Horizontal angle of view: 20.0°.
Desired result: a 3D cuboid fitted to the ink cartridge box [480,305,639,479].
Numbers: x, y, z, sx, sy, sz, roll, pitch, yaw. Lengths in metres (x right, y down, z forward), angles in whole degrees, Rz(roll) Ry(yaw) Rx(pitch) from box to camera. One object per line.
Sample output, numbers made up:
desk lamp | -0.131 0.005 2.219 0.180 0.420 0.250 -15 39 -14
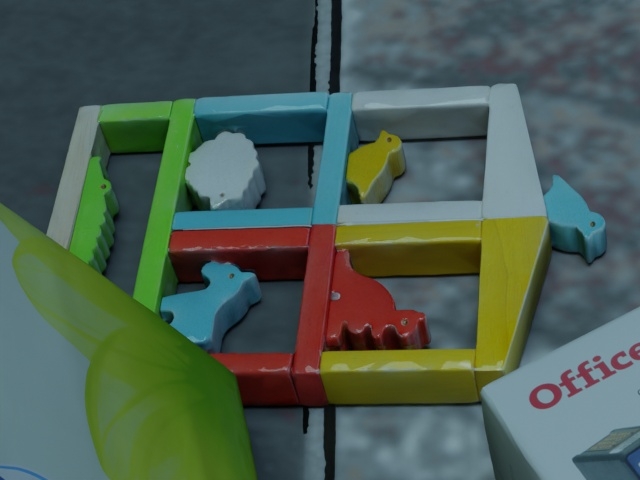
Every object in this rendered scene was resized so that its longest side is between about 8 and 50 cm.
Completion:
ink cartridge box | 0.184 0.124 0.759 0.154 0.093 0.212 -25 48 -8

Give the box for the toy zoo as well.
toy zoo | 0.000 0.000 0.943 0.293 0.030 0.192 -1 50 12

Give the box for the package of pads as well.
package of pads | -0.114 0.123 0.711 0.101 0.229 0.296 -36 39 17
